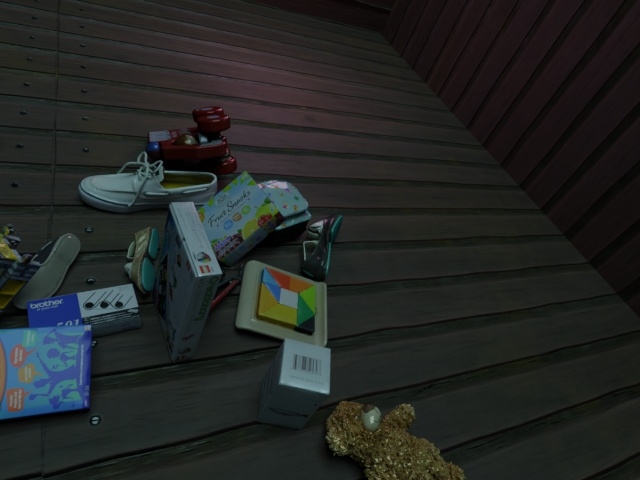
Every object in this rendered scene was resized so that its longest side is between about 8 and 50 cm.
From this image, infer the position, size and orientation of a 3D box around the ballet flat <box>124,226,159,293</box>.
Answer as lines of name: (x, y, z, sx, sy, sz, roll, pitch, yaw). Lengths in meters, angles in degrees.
ballet flat: (-0.446, 0.053, 1.074, 0.067, 0.073, 0.206, -11, 45, 0)

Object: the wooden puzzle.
wooden puzzle: (-0.092, 0.161, 1.136, 0.238, 0.044, 0.221, 17, 42, -16)

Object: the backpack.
backpack: (-0.139, -0.100, 1.317, 0.165, 0.145, 0.188, -24, 58, -35)

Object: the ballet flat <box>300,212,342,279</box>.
ballet flat: (0.000, 0.000, 1.325, 0.096, 0.095, 0.281, 14, 41, 4)

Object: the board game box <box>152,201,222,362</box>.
board game box: (-0.292, 0.095, 0.914, 0.053, 0.305, 0.193, -6, 51, -34)

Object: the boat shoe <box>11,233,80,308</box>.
boat shoe: (-0.624, 0.070, 0.974, 0.064, 0.075, 0.206, -10, 42, 24)

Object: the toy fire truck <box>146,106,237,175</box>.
toy fire truck: (-0.406, -0.301, 1.344, 0.253, 0.170, 0.302, -13, 30, -15)

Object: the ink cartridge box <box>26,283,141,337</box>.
ink cartridge box: (-0.505, 0.161, 0.934, 0.206, 0.046, 0.097, -9, 51, -32)

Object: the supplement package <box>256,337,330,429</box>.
supplement package: (-0.057, 0.306, 0.911, 0.105, 0.179, 0.105, 15, 42, -12)

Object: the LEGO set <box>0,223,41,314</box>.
LEGO set: (-0.710, 0.009, 0.816, 0.331, 0.192, 0.255, 40, 0, 28)

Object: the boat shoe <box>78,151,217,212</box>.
boat shoe: (-0.466, -0.167, 1.206, 0.366, 0.157, 0.136, 3, 46, -25)

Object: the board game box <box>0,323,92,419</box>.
board game box: (-0.541, 0.243, 0.798, 0.210, 0.047, 0.160, 0, 67, -26)

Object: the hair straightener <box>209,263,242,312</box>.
hair straightener: (-0.265, 0.107, 1.088, 0.089, 0.047, 0.230, 34, 32, 3)

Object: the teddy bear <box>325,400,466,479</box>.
teddy bear: (0.172, 0.461, 0.923, 0.245, 0.113, 0.338, -22, 60, -43)

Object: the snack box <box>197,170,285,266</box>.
snack box: (-0.230, -0.061, 1.198, 0.207, 0.070, 0.174, -39, 66, -2)
